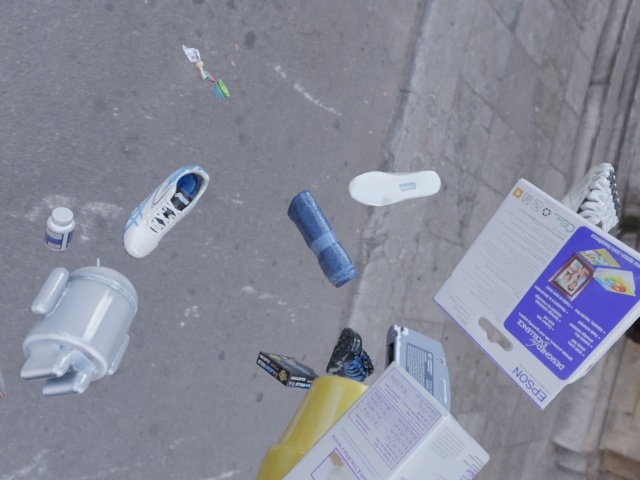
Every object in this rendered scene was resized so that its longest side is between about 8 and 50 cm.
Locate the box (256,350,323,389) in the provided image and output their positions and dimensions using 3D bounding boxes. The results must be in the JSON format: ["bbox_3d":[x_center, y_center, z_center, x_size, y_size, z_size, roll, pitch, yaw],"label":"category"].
[{"bbox_3d":[-0.104,0.469,1.676,0.175,0.220,0.051,22,86,-36],"label":"box"}]

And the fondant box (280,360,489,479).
[{"bbox_3d":[0.045,0.333,0.578,0.330,0.096,0.238,-46,137,-6],"label":"fondant box"}]

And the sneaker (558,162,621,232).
[{"bbox_3d":[0.434,-0.043,0.801,0.292,0.118,0.110,-44,117,-39],"label":"sneaker"}]

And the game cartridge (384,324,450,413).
[{"bbox_3d":[0.265,0.397,1.281,0.198,0.062,0.298,29,48,-22],"label":"game cartridge"}]

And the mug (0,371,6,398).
[{"bbox_3d":[-0.884,0.356,1.134,0.169,0.113,0.150,-20,143,-27],"label":"mug"}]

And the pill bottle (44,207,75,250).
[{"bbox_3d":[-0.702,-0.032,1.263,0.067,0.067,0.120,-15,152,-44],"label":"pill bottle"}]

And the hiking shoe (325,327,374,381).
[{"bbox_3d":[0.103,0.340,1.373,0.304,0.131,0.113,101,11,-65],"label":"hiking shoe"}]

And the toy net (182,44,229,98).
[{"bbox_3d":[-0.422,-0.635,1.743,0.045,0.122,0.232,-26,128,12],"label":"toy net"}]

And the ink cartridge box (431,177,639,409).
[{"bbox_3d":[0.270,0.061,0.589,0.045,0.206,0.208,12,118,-42],"label":"ink cartridge box"}]

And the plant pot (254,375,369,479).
[{"bbox_3d":[0.024,0.411,0.916,0.254,0.253,0.239,55,42,-38],"label":"plant pot"}]

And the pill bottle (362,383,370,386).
[{"bbox_3d":[0.065,0.392,1.170,0.137,0.078,0.078,15,88,-12],"label":"pill bottle"}]

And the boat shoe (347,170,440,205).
[{"bbox_3d":[0.136,-0.104,0.902,0.184,0.063,0.066,-13,92,-14],"label":"boat shoe"}]

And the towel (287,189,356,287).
[{"bbox_3d":[0.000,0.000,0.562,0.029,0.067,0.120,-28,84,-14],"label":"towel"}]

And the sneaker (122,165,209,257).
[{"bbox_3d":[-0.319,-0.066,0.971,0.085,0.086,0.237,45,64,-27],"label":"sneaker"}]

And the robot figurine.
[{"bbox_3d":[-0.587,0.206,1.169,0.354,0.199,0.300,-83,159,-49],"label":"robot figurine"}]
